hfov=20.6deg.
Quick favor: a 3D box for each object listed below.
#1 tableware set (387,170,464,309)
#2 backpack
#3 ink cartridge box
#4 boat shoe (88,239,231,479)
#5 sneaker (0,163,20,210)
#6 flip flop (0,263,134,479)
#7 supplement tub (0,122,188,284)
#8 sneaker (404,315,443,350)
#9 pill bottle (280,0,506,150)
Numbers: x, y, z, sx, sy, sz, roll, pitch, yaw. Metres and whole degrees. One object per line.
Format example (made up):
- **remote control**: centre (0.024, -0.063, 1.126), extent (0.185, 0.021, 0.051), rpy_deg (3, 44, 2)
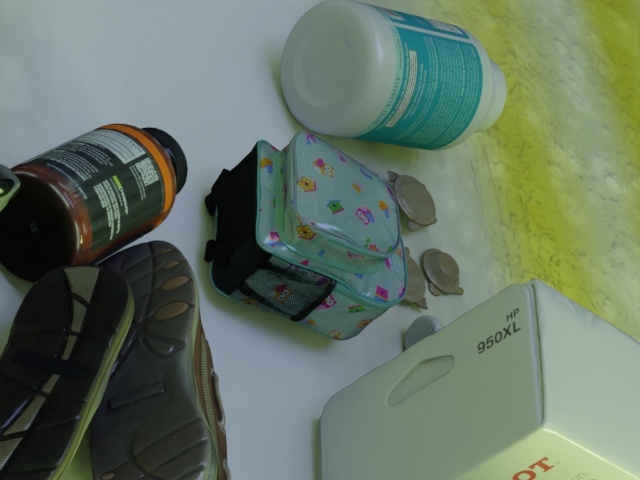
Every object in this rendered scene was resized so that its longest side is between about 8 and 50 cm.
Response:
- **tableware set**: centre (0.093, -0.001, 1.903), extent (0.141, 0.020, 0.168), rpy_deg (-2, 63, -48)
- **backpack**: centre (0.000, 0.000, 1.687), extent (0.188, 0.144, 0.166), rpy_deg (34, 33, -31)
- **ink cartridge box**: centre (0.230, 0.238, 1.621), extent (0.395, 0.285, 0.166), rpy_deg (30, 41, -29)
- **boat shoe**: centre (-0.138, 0.134, 1.450), extent (0.324, 0.123, 0.116), rpy_deg (-98, 171, -47)
- **sneaker**: centre (-0.286, 0.007, 1.347), extent (0.086, 0.132, 0.228), rpy_deg (23, 44, -36)
- **flip flop**: centre (-0.224, 0.129, 1.353), extent (0.112, 0.080, 0.277), rpy_deg (16, 45, 8)
- **supplement tub**: centre (-0.195, -0.039, 1.521), extent (0.106, 0.106, 0.198), rpy_deg (55, 34, 1)
- **sneaker**: centre (0.137, 0.149, 1.792), extent (0.065, 0.061, 0.158), rpy_deg (24, 45, -46)
- **pill bottle**: centre (0.091, -0.176, 1.941), extent (0.264, 0.146, 0.146), rpy_deg (5, 57, -47)
